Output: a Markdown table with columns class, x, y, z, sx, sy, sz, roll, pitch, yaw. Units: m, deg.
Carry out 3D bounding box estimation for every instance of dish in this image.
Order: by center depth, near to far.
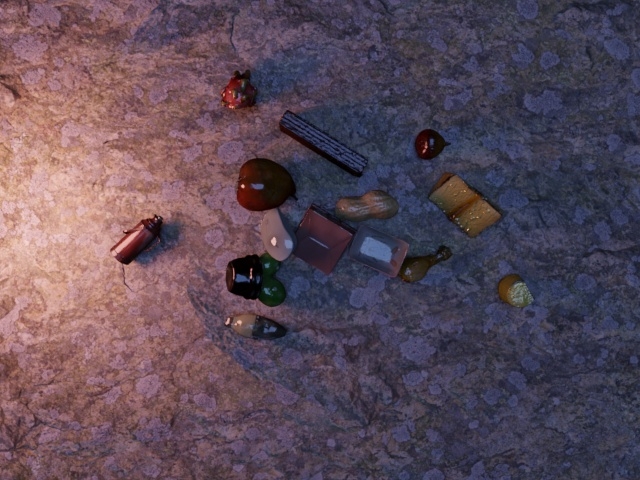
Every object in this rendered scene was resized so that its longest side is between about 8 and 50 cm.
| class | x | y | z | sx | sy | sz | roll | pitch | yaw |
| --- | --- | --- | --- | --- | --- | --- | --- | --- | --- |
| dish | 0.232 | 0.040 | 1.712 | 0.212 | 0.077 | 0.151 | 23 | 91 | 9 |

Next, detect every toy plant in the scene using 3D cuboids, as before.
| class | x | y | z | sx | sy | sz | roll | pitch | yaw |
| --- | --- | --- | --- | --- | --- | --- | --- | --- | --- |
| toy plant | -0.246 | 0.153 | 1.686 | 0.235 | 0.175 | 0.218 | 3 | 86 | -26 |

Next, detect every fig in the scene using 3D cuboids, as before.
| class | x | y | z | sx | sy | sz | roll | pitch | yaw |
| --- | --- | --- | --- | --- | --- | --- | --- | --- | --- |
| fig | 0.442 | -0.389 | 1.709 | 0.119 | 0.153 | 0.119 | 17 | 119 | 32 |

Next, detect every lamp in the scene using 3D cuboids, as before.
| class | x | y | z | sx | sy | sz | roll | pitch | yaw |
| --- | --- | --- | --- | --- | --- | --- | --- | --- | --- |
| lamp | -0.259 | 0.349 | 1.720 | 0.249 | 0.101 | 0.101 | 14 | 92 | -4 |

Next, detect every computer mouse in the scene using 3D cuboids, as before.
| class | x | y | z | sx | sy | sz | roll | pitch | yaw |
| --- | --- | --- | --- | --- | --- | --- | --- | --- | --- |
| computer mouse | -0.174 | -0.025 | 1.665 | 0.128 | 0.079 | 0.231 | -48 | 58 | 20 |

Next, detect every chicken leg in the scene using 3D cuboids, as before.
| class | x | y | z | sx | sy | sz | roll | pitch | yaw |
| --- | --- | --- | --- | --- | --- | --- | --- | --- | --- |
| chicken leg | 0.419 | 0.092 | 1.725 | 0.251 | 0.087 | 0.108 | -26 | 103 | -6 |

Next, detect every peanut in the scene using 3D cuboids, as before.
| class | x | y | z | sx | sy | sz | roll | pitch | yaw |
| --- | --- | --- | --- | --- | --- | --- | --- | --- | --- |
| peanut | 0.183 | -0.138 | 1.696 | 0.256 | 0.123 | 0.124 | -3 | 92 | 1 |

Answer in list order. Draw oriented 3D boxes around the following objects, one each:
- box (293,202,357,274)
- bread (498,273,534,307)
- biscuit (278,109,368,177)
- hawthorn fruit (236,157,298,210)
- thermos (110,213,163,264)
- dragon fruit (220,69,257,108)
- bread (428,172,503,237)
| class | x | y | z | sx | sy | sz | roll | pitch | yaw |
| --- | --- | --- | --- | --- | --- | --- | --- | --- | --- |
| box | 0.000 | 0.000 | 1.690 | 0.215 | 0.086 | 0.215 | 32 | 107 | -1 |
| bread | 0.783 | 0.208 | 1.718 | 0.111 | 0.114 | 0.129 | -33 | 89 | 7 |
| biscuit | 0.014 | -0.377 | 1.687 | 0.388 | 0.107 | 0.073 | 32 | 89 | -2 |
| hawthorn fruit | -0.201 | -0.206 | 1.662 | 0.248 | 0.208 | 0.208 | 12 | 92 | -17 |
| thermos | -0.712 | -0.010 | 1.700 | 0.232 | 0.099 | 0.124 | -41 | 88 | 2 |
| dragon fruit | -0.311 | -0.583 | 1.667 | 0.133 | 0.150 | 0.208 | 12 | 67 | 0 |
| bread | 0.584 | -0.160 | 1.707 | 0.266 | 0.178 | 0.142 | 39 | 60 | -5 |
